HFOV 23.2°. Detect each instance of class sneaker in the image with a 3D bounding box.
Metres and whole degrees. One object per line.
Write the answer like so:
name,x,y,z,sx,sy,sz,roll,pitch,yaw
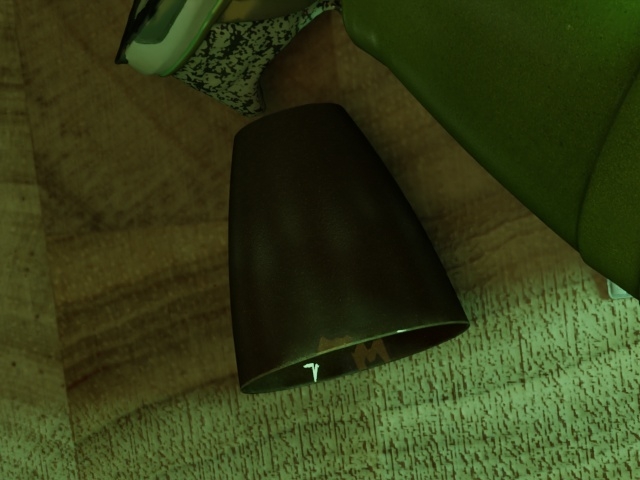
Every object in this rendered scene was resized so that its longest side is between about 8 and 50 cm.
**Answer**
sneaker,-0.007,-0.282,1.433,0.182,0.158,0.410,35,108,-23

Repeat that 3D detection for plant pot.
plant pot,0.218,-0.181,1.264,0.353,0.366,0.366,33,107,22
plant pot,0.000,0.000,1.428,0.215,0.215,0.230,-21,78,19

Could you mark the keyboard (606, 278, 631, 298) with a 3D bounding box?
keyboard,0.381,0.005,1.394,0.256,0.014,0.072,-7,96,18
